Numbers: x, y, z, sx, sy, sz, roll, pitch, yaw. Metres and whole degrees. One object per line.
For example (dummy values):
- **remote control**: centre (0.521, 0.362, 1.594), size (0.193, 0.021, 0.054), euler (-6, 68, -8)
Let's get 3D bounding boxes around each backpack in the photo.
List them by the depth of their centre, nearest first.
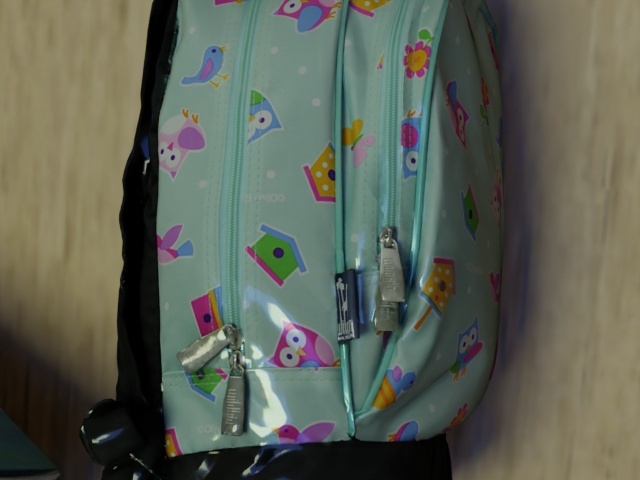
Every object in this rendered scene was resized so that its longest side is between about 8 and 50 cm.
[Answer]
- **backpack**: centre (0.000, 0.000, 0.391), size (0.115, 0.152, 0.182), euler (1, 83, 9)

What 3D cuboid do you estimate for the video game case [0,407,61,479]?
- **video game case**: centre (-0.256, 0.094, 0.453), size (0.269, 0.061, 0.244), euler (39, 99, 25)
